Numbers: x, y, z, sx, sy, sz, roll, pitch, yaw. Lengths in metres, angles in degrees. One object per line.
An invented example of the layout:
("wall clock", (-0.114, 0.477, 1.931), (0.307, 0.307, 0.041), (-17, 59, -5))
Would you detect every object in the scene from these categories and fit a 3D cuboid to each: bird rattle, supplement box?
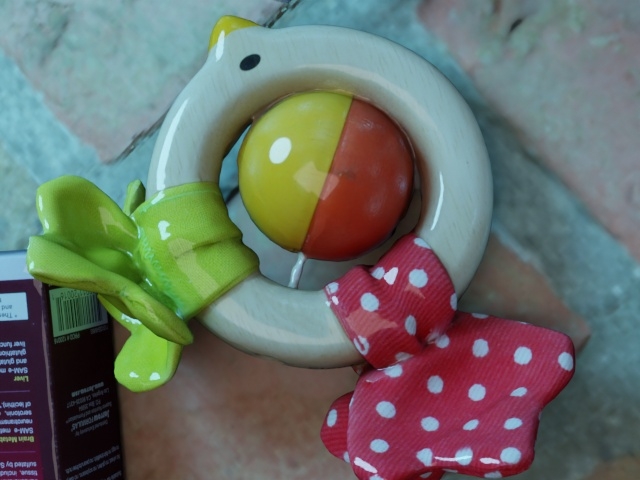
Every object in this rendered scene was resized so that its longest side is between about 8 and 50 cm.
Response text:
("bird rattle", (0.000, 0.000, 0.594), (0.254, 0.143, 0.206), (15, 82, 13))
("supplement box", (-0.176, 0.126, 0.683), (0.130, 0.073, 0.239), (-3, 92, 18))

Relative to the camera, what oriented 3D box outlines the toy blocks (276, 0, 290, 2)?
("toy blocks", (0.044, -0.205, 0.476), (0.309, 0.288, 0.260), (38, 98, 9))
